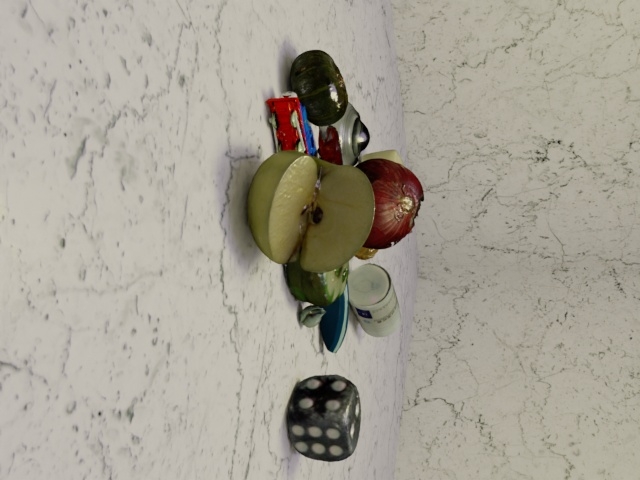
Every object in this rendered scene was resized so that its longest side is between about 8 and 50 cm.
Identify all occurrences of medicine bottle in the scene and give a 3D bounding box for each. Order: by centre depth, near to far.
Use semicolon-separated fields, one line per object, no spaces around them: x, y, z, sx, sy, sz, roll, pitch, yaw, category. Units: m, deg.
0.222;0.254;2.319;0.332;0.189;0.190;65;30;-55;medicine bottle

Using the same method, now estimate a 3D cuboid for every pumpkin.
-0.007;-0.434;1.617;0.223;0.157;0.224;-18;90;-79;pumpkin

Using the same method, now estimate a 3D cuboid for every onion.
0.208;-0.140;2.084;0.341;0.340;0.342;0;90;-74;onion

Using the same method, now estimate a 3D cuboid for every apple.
-0.037;-0.073;1.341;0.233;0.294;0.258;-144;-113;-64;apple

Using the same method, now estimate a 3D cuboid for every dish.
0.113;-0.368;2.021;0.273;0.133;0.274;6;90;-72;dish

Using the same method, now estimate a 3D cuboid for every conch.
-0.028;0.221;1.691;0.076;0.085;0.057;26;19;-43;conch

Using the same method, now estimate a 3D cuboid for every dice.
0.016;0.509;1.629;0.183;0.182;0.182;-64;148;-58;dice

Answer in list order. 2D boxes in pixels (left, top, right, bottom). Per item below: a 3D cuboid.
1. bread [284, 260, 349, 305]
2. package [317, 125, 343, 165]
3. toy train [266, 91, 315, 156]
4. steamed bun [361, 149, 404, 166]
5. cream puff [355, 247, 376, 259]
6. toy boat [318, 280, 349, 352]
0.000;0.000;1.676;0.366;0.129;0.382;-71;155;-47;bread
0.029;-0.262;1.787;0.194;0.071;0.270;-116;-163;-51;package
-0.076;-0.295;1.507;0.131;0.082;0.204;-69;155;-50;toy train
0.273;-0.268;2.481;0.155;0.199;0.250;-36;121;-69;steamed bun
0.180;0.020;2.300;0.103;0.126;0.144;95;17;-45;cream puff
0.041;0.237;1.885;0.061;0.095;0.300;-14;106;-62;toy boat
